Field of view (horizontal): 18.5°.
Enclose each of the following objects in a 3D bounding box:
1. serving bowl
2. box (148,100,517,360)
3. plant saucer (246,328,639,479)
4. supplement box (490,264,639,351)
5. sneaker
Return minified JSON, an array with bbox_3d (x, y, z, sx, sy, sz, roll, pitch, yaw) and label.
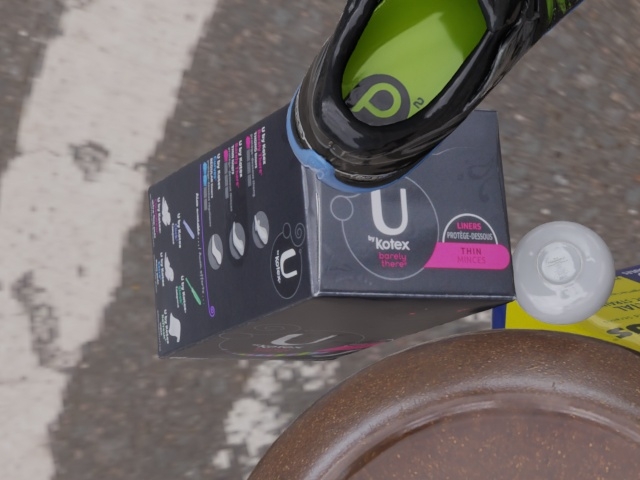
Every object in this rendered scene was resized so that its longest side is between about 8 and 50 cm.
[{"bbox_3d":[0.185,0.022,1.515,0.083,0.027,0.083,-3,73,10],"label":"serving bowl"},{"bbox_3d":[0.000,0.000,1.438,0.270,0.165,0.143,-25,67,60],"label":"box"},{"bbox_3d":[0.050,0.104,0.498,0.168,0.029,0.168,-2,78,7],"label":"plant saucer"},{"bbox_3d":[0.321,0.162,1.691,0.356,0.194,0.195,27,121,57],"label":"supplement box"},{"bbox_3d":[0.060,-0.093,0.647,0.067,0.078,0.188,39,86,-1],"label":"sneaker"}]
